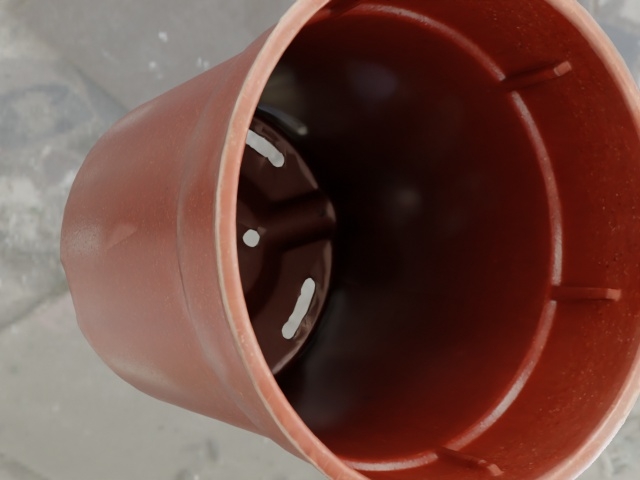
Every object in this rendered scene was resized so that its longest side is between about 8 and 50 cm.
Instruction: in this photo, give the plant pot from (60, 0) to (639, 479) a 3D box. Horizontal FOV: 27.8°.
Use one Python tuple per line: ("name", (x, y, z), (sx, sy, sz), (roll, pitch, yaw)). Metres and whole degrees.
("plant pot", (0.000, 0.000, 0.712), (0.272, 0.272, 0.265), (23, 166, -30))
